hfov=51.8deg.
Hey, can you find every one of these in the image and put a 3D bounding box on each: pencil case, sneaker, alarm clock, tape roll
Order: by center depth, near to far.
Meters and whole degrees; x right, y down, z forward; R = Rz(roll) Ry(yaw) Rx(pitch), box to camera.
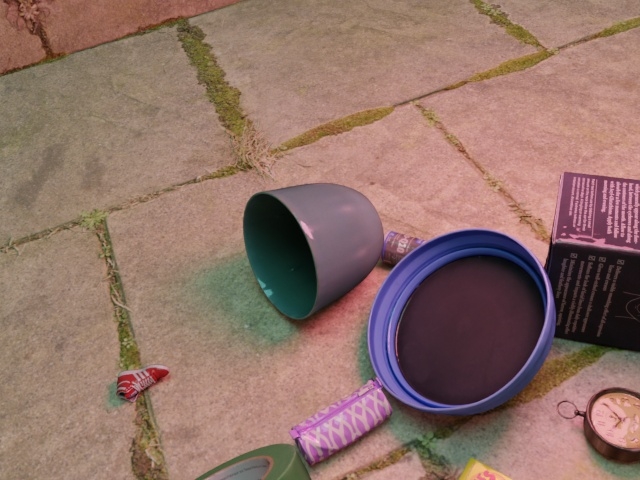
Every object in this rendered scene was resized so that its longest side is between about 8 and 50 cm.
[{"bbox_3d":[-0.166,0.450,1.075,0.321,0.321,0.077,-26,90,-15],"label":"tape roll"},{"bbox_3d":[0.536,0.335,1.219,0.192,0.064,0.129,14,50,19],"label":"alarm clock"},{"bbox_3d":[0.042,0.348,1.275,0.206,0.088,0.086,-30,47,-17],"label":"pencil case"},{"bbox_3d":[-0.383,0.308,1.419,0.119,0.042,0.067,-13,41,7],"label":"sneaker"}]

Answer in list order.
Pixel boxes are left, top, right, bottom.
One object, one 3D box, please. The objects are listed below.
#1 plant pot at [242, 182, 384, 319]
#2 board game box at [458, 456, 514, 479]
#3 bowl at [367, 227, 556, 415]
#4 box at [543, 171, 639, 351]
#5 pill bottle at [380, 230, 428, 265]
[{"bbox_3d":[0.000,0.000,1.494,0.235,0.292,0.293,-21,45,-31],"label":"plant pot"},{"bbox_3d":[0.323,0.465,1.144,0.181,0.043,0.092,22,54,28],"label":"board game box"},{"bbox_3d":[0.276,0.161,1.312,0.391,0.077,0.391,-24,47,28],"label":"bowl"},{"bbox_3d":[0.655,0.057,1.308,0.396,0.293,0.212,9,49,18],"label":"box"},{"bbox_3d":[0.214,0.030,1.560,0.137,0.078,0.078,17,51,24],"label":"pill bottle"}]
